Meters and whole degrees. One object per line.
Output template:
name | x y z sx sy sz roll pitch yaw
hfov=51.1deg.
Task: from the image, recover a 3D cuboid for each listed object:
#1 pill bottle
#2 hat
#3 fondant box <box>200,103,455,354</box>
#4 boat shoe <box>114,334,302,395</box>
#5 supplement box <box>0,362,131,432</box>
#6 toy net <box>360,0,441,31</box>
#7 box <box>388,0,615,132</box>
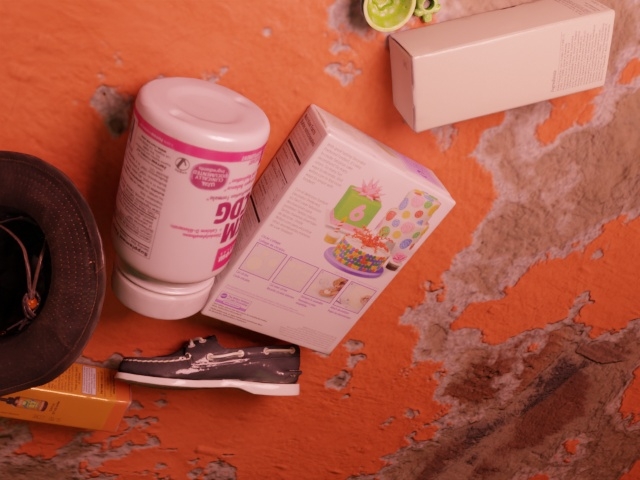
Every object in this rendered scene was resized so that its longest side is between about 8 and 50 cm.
pill bottle | -0.177 -0.047 0.855 0.160 0.160 0.283 7 124 -22
hat | -0.401 0.043 0.857 0.331 0.134 0.332 0 89 10
fondant box | 0.000 0.000 0.990 0.238 0.096 0.330 24 117 -31
boat shoe | -0.176 0.200 1.091 0.302 0.091 0.114 9 167 -25
supplement box | -0.421 0.235 1.045 0.233 0.080 0.078 17 118 -30
toy net | 0.113 -0.364 0.781 0.122 0.045 0.232 -4 127 -14
box | 0.235 -0.237 0.885 0.275 0.094 0.113 -13 128 -7
